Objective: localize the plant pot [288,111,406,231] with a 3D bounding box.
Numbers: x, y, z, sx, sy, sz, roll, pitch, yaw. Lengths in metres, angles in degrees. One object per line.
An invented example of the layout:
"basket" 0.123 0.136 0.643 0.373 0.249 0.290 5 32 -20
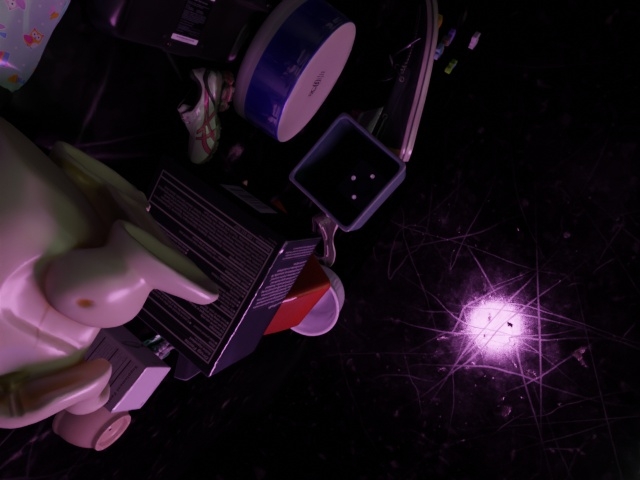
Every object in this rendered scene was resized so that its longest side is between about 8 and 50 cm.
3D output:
"plant pot" 0.106 -0.184 1.377 0.248 0.247 0.252 -48 164 9

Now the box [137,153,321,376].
"box" -0.212 0.039 0.885 0.294 0.296 0.182 -58 164 13

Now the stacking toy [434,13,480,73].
"stacking toy" 0.420 -0.666 1.550 0.221 0.167 0.052 -50 163 -21

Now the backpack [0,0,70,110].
"backpack" -0.311 -0.221 0.410 0.182 0.115 0.152 -59 161 2

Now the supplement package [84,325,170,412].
"supplement package" -0.413 0.240 0.904 0.105 0.179 0.105 -53 164 -9

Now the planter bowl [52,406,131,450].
"planter bowl" -0.522 0.420 1.073 0.162 0.109 0.162 -49 163 -20

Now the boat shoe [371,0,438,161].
"boat shoe" 0.257 -0.497 1.397 0.187 0.155 0.501 -23 127 -80

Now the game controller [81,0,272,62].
"game controller" -0.184 -0.348 0.653 0.166 0.067 0.319 -47 169 26

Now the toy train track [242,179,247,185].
"toy train track" -0.195 -0.115 1.138 0.048 0.014 0.083 -28 144 -44

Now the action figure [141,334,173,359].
"action figure" -0.442 0.299 1.156 0.232 0.063 0.137 -27 145 -58

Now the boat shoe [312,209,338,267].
"boat shoe" 0.000 0.000 1.786 0.095 0.112 0.335 -26 146 -26

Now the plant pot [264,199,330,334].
"plant pot" -0.176 0.102 1.150 0.235 0.267 0.267 -21 159 -35

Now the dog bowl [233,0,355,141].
"dog bowl" -0.048 -0.328 0.879 0.265 0.104 0.265 -54 177 -5

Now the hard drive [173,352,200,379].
"hard drive" -0.357 0.336 1.481 0.254 0.054 0.172 -35 155 -51

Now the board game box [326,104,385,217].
"board game box" 0.157 -0.312 1.656 0.390 0.050 0.390 -35 150 -51

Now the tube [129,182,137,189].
"tube" -0.364 -0.079 0.671 0.080 0.052 0.207 -65 157 6

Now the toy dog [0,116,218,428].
"toy dog" -0.381 0.096 0.499 0.408 0.284 0.395 -48 158 -1

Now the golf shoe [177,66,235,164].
"golf shoe" -0.216 -0.219 0.805 0.085 0.067 0.186 -2 133 -34

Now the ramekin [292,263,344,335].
"ramekin" -0.038 0.224 1.813 0.277 0.277 0.135 -64 170 27
